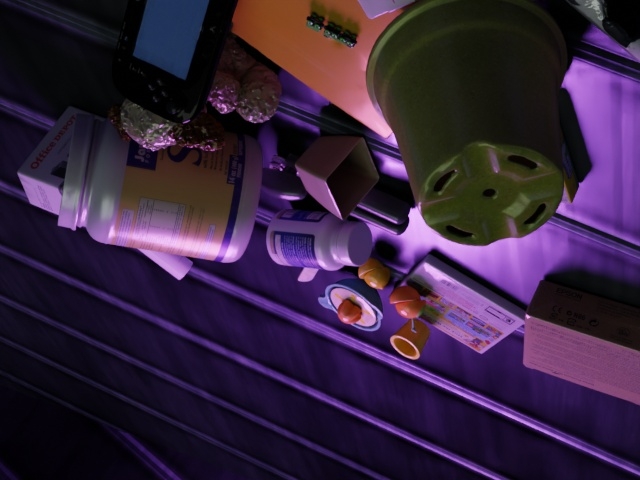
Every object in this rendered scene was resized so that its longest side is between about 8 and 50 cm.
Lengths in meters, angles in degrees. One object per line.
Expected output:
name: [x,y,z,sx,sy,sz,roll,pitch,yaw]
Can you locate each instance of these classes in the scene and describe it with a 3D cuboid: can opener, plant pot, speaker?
can opener: [0.020,-0.072,1.923,0.284,0.095,0.076,25,152,16]
plant pot: [0.021,-0.119,1.848,0.096,0.109,0.109,23,153,36]
speaker: [-0.365,0.032,2.479,0.136,0.055,0.055,39,150,-17]
plant pot: [0.205,-0.141,1.382,0.276,0.253,0.276,-2,138,-2]

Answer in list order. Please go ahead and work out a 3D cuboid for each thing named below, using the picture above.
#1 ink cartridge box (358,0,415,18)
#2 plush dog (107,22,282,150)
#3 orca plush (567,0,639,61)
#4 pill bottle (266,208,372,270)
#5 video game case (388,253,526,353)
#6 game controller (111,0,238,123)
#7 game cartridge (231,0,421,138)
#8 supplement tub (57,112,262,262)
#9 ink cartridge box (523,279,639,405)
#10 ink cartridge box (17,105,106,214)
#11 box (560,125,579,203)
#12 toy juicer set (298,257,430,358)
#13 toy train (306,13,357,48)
ink cartridge box: [0.113,-0.368,1.386,0.180,0.060,0.104,-12,117,51]
plush dog: [-0.229,-0.243,1.743,0.263,0.225,0.210,8,145,34]
orca plush: [0.337,-0.326,1.286,0.287,0.102,0.151,40,-164,1]
pill bottle: [0.000,0.000,2.040,0.187,0.112,0.112,6,144,37]
video game case: [0.267,0.128,2.093,0.227,0.026,0.206,30,151,-3]
game controller: [-0.211,-0.339,1.587,0.167,0.067,0.319,24,113,8]
game cartridge: [0.033,-0.315,1.585,0.324,0.052,0.285,35,151,-5]
supplement tub: [-0.288,-0.099,1.913,0.332,0.241,0.241,10,154,-14]
ink cartridge box: [0.490,0.184,1.915,0.235,0.088,0.193,18,150,20]
ink cartridge box: [-0.433,-0.131,2.134,0.273,0.197,0.114,20,149,16]
box: [0.320,-0.133,1.614,0.105,0.043,0.179,9,147,34]
toy juicer set: [0.068,0.108,2.141,0.329,0.089,0.209,27,149,22]
toy train: [0.016,-0.303,1.549,0.083,0.017,0.023,29,161,5]
